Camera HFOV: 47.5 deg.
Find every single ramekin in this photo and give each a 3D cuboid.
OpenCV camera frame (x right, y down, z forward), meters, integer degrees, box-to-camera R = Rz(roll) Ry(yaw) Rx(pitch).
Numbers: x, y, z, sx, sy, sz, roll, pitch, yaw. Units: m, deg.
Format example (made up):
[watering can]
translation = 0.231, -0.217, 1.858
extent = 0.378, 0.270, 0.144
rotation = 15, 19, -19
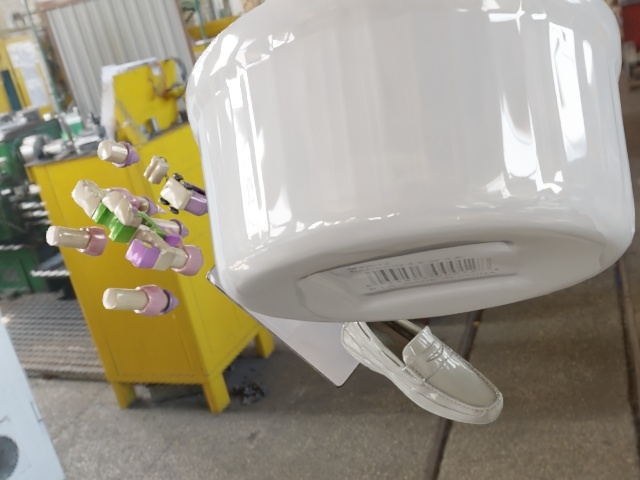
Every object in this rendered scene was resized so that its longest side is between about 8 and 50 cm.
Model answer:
[ramekin]
translation = 0.057, -0.035, 0.463
extent = 0.277, 0.135, 0.277
rotation = -4, -16, -1

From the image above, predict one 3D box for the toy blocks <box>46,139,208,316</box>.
[toy blocks]
translation = -0.342, -0.032, 1.520
extent = 0.288, 0.309, 0.260
rotation = 40, 14, 29

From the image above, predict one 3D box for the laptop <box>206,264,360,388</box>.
[laptop]
translation = 0.000, 0.000, 1.417
extent = 0.382, 0.236, 0.408
rotation = 37, 84, 21

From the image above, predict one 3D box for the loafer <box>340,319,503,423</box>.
[loafer]
translation = 0.172, 0.208, 1.272
extent = 0.319, 0.111, 0.112
rotation = 26, 45, 24
